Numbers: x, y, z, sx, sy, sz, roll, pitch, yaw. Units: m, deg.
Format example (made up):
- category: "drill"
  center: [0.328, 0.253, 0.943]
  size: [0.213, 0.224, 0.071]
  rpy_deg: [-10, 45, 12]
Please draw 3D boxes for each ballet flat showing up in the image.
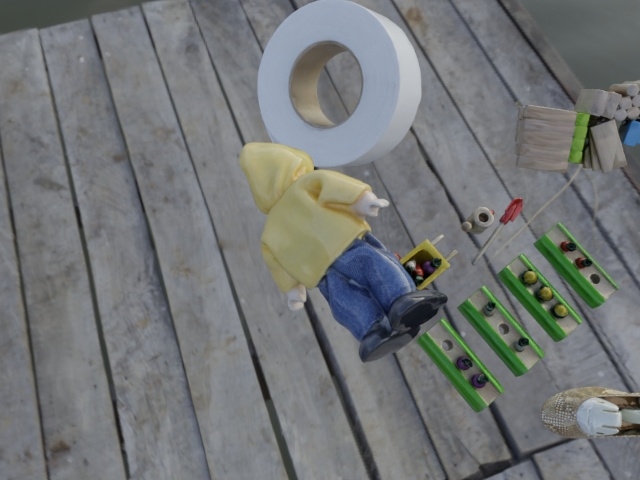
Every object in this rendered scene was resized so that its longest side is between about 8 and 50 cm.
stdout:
- category: "ballet flat"
  center: [0.410, 0.236, 0.844]
  size: [0.207, 0.067, 0.073]
  rpy_deg: [-3, 82, -3]

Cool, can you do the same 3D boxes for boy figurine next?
- category: "boy figurine"
  center: [0.000, 0.000, 0.684]
  size: [0.092, 0.177, 0.285]
  rpy_deg: [-6, 46, -47]

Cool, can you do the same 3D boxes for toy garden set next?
- category: "toy garden set"
  center: [0.214, 0.047, 0.744]
  size: [0.244, 0.049, 0.203]
  rpy_deg: [-37, 79, -15]

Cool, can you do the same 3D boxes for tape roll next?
- category: "tape roll"
  center: [0.029, -0.270, 1.098]
  size: [0.286, 0.286, 0.100]
  rpy_deg: [41, 25, 18]

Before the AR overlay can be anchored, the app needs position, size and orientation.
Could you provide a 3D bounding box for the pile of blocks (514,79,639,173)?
- category: "pile of blocks"
  center: [0.505, -0.209, 1.074]
  size: [0.363, 0.112, 0.148]
  rpy_deg: [-16, 102, 9]
